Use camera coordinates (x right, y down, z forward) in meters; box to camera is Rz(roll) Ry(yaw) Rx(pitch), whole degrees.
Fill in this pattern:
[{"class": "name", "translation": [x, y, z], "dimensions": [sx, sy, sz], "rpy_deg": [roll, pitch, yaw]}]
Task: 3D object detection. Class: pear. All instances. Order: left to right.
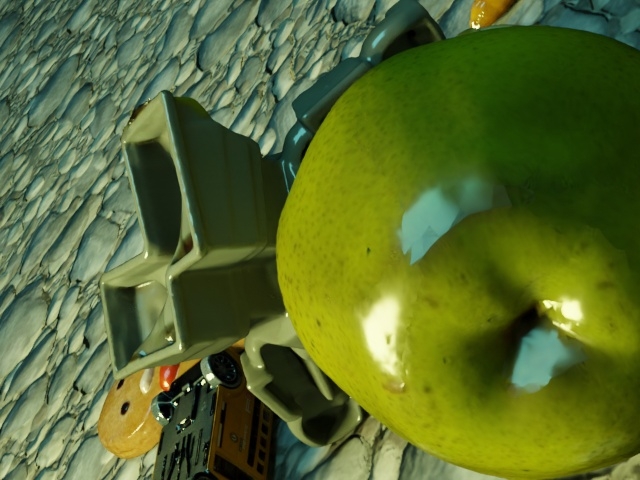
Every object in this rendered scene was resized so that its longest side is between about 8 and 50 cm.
[{"class": "pear", "translation": [0.120, 0.003, 0.940], "dimensions": [0.294, 0.294, 0.294], "rpy_deg": [-39, 31, 29]}]

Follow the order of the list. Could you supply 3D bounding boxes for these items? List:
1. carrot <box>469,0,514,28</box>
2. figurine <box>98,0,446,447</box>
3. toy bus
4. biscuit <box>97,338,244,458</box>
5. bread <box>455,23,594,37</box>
[{"class": "carrot", "translation": [0.204, -0.303, 1.378], "dimensions": [0.066, 0.062, 0.271], "rpy_deg": [19, 78, 29]}, {"class": "figurine", "translation": [0.000, 0.002, 1.133], "dimensions": [0.167, 0.285, 0.342], "rpy_deg": [63, 144, 33]}, {"class": "toy bus", "translation": [-0.089, 0.181, 1.273], "dimensions": [0.083, 0.088, 0.194], "rpy_deg": [-38, 29, 32]}, {"class": "biscuit", "translation": [-0.108, 0.079, 1.470], "dimensions": [0.324, 0.049, 0.205], "rpy_deg": [-47, 29, 21]}, {"class": "bread", "translation": [0.112, -0.102, 1.229], "dimensions": [0.225, 0.134, 0.081], "rpy_deg": [-27, 71, 44]}]
